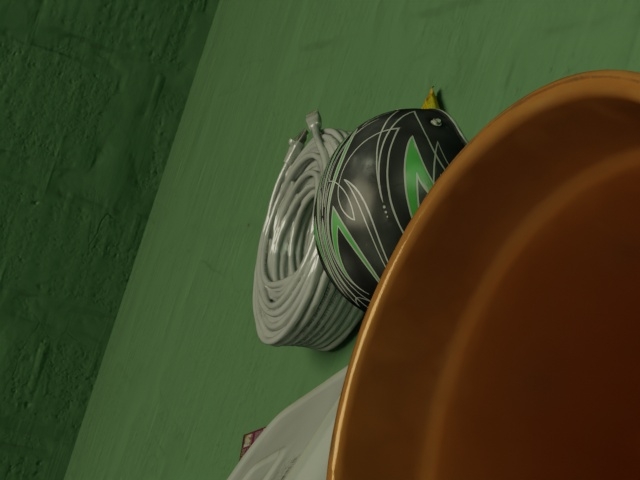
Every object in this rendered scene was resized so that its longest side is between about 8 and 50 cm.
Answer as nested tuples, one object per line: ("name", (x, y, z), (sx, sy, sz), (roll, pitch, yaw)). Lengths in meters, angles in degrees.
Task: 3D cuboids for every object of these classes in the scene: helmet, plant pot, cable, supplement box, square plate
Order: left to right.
("square plate", (-0.053, 0.242, 0.852), (0.347, 0.049, 0.344), (-53, 3, -33))
("supplement box", (-0.061, 0.249, 1.103), (0.083, 0.043, 0.055), (-35, 42, 59))
("cable", (0.000, 0.000, 1.094), (0.257, 0.089, 0.257), (-122, 51, -65))
("helmet", (0.073, -0.018, 0.774), (0.169, 0.162, 0.169), (-49, 16, 20))
("plant pot", (0.152, 0.097, 0.411), (0.291, 0.204, 0.290), (-53, 28, 43))

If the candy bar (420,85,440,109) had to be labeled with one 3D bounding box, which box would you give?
("candy bar", (0.117, -0.101, 0.964), (0.161, 0.018, 0.040), (-98, 29, -51))
